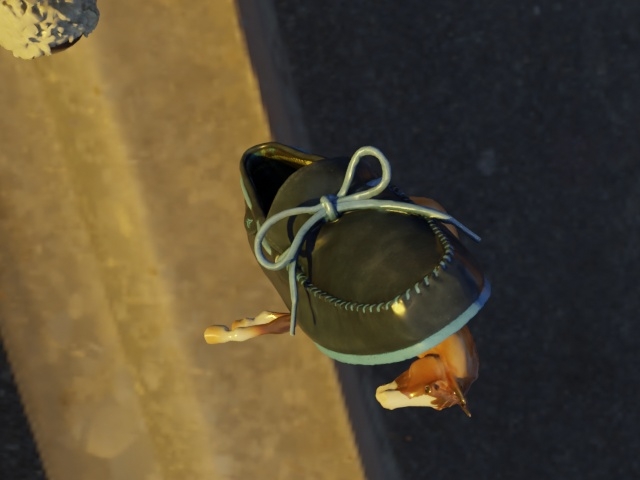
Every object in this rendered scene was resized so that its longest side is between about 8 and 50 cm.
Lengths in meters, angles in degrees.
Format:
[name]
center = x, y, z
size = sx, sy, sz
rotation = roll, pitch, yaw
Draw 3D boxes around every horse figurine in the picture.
[horse figurine]
center = 0.033, 0.025, 0.964
size = 0.263, 0.174, 0.066
rotation = -63, 146, -60

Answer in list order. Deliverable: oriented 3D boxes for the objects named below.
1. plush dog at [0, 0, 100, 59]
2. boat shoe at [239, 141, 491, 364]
[plush dog]
center = -0.228, -0.312, 1.163
size = 0.210, 0.262, 0.225
rotation = 36, 63, -4
[boat shoe]
center = 0.000, 0.000, 0.784
size = 0.109, 0.258, 0.089
rotation = -36, 111, -16
